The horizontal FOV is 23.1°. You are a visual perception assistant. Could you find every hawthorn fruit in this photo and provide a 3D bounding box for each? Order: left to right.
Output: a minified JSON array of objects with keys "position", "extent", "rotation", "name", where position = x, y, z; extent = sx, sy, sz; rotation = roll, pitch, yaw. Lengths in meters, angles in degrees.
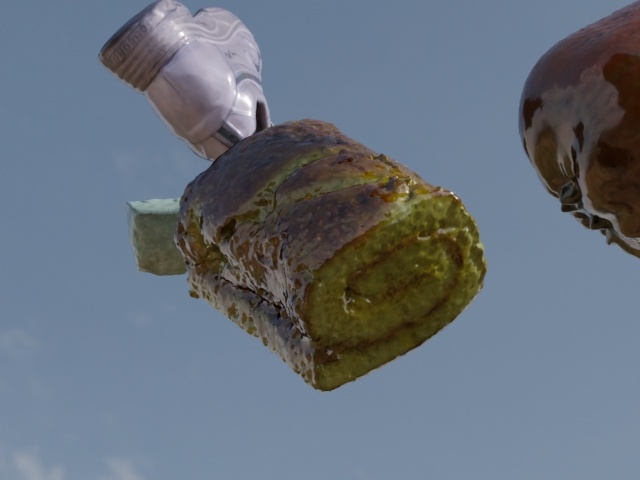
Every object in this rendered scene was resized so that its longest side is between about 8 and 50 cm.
[{"position":[0.266,-0.102,1.099],"extent":[0.251,0.199,0.199],"rotation":[-46,-44,-6],"name":"hawthorn fruit"}]

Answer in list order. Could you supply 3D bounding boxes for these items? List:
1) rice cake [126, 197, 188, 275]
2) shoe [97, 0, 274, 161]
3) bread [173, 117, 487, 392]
[{"position":[-0.078,-0.005,1.457],"extent":[0.206,0.063,0.069],"rotation":[0,-78,-1],"name":"rice cake"},{"position":[-0.083,-0.119,1.294],"extent":[0.095,0.138,0.245],"rotation":[-41,-9,11],"name":"shoe"},{"position":[0.000,0.000,0.898],"extent":[0.132,0.172,0.103],"rotation":[-32,-59,-16],"name":"bread"}]
